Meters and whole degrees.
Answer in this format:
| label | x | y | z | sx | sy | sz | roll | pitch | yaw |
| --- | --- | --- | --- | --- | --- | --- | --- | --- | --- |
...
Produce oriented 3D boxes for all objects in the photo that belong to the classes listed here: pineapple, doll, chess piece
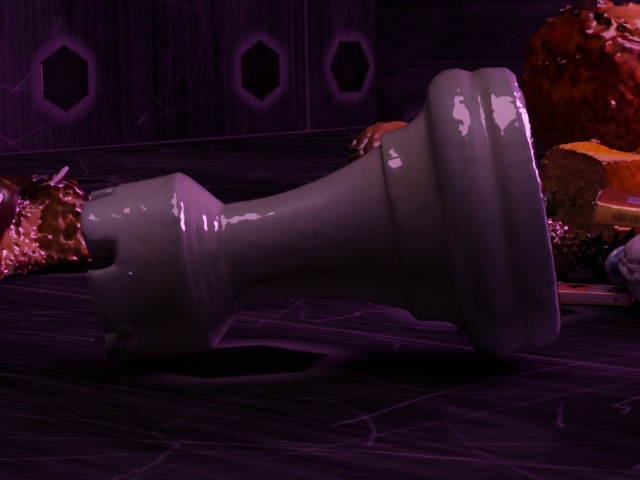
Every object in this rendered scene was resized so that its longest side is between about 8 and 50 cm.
| label | x | y | z | sx | sy | sz | roll | pitch | yaw |
| --- | --- | --- | --- | --- | --- | --- | --- | --- | --- |
| pineapple | 0.232 | 0.010 | 1.617 | 0.124 | 0.058 | 0.058 | 3 | 6 | -5 |
| doll | 0.281 | 0.018 | 1.418 | 0.103 | 0.072 | 0.214 | -1 | 7 | -15 |
| chess piece | 0.000 | 0.000 | 1.246 | 0.299 | 0.195 | 0.194 | -10 | 6 | 5 |

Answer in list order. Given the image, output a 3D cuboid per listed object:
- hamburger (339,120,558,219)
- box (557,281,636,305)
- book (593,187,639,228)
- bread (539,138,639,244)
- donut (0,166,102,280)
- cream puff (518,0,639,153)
| label | x | y | z | sx | sy | sz | roll | pitch | yaw |
| --- | --- | --- | --- | --- | --- | --- | --- | --- | --- |
| hamburger | 0.112 | -0.049 | 1.831 | 0.183 | 0.130 | 0.206 | -10 | 13 | -41 |
| box | 0.209 | 0.042 | 1.493 | 0.083 | 0.012 | 0.046 | 3 | 9 | 21 |
| book | 0.424 | -0.008 | 1.615 | 0.373 | 0.028 | 0.262 | 8 | 4 | 10 |
| bread | 0.271 | -0.044 | 1.859 | 0.065 | 0.103 | 0.187 | -6 | 12 | -19 |
| donut | -0.320 | -0.016 | 1.744 | 0.216 | 0.096 | 0.230 | 5 | 10 | 44 |
| cream puff | 0.395 | -0.154 | 2.247 | 0.350 | 0.229 | 0.350 | 16 | -4 | 1 |
